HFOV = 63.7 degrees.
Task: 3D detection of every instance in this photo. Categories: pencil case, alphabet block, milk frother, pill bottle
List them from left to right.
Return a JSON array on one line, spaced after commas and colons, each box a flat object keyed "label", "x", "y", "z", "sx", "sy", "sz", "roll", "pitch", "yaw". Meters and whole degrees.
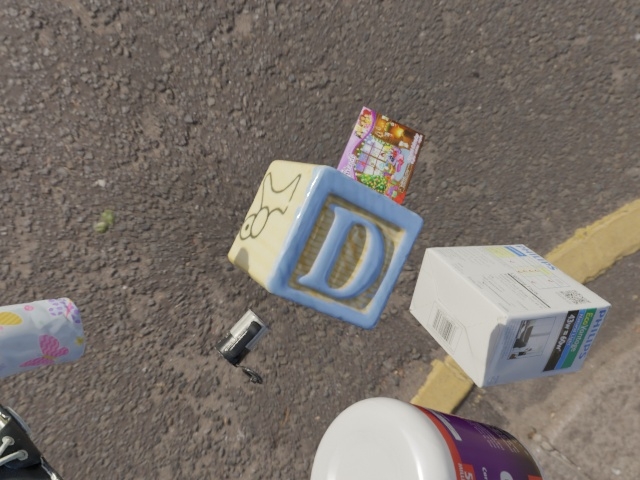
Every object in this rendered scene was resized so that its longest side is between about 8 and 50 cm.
[{"label": "pencil case", "x": -0.517, "y": 0.169, "z": 0.804, "sx": 0.113, "sy": 0.273, "sz": 0.124, "roll": 47, "pitch": 125, "yaw": 27}, {"label": "milk frother", "x": -0.174, "y": 0.278, "z": 1.336, "sx": 0.135, "sy": 0.129, "sz": 0.143, "roll": -48, "pitch": 111, "yaw": -8}, {"label": "alphabet block", "x": 0.000, "y": 0.000, "z": 0.791, "sx": 0.193, "sy": 0.197, "sz": 0.192, "roll": 27, "pitch": 89, "yaw": -27}, {"label": "pill bottle", "x": 0.154, "y": 0.305, "z": 0.623, "sx": 0.323, "sy": 0.181, "sz": 0.181, "roll": 26, "pitch": 86, "yaw": -38}]

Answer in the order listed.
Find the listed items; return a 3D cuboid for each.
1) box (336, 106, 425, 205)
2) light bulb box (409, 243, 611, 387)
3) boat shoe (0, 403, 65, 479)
[{"label": "box", "x": 0.157, "y": -0.209, "z": 1.438, "sx": 0.201, "sy": 0.057, "sz": 0.293, "roll": 23, "pitch": 68, "yaw": -4}, {"label": "light bulb box", "x": 0.509, "y": 0.188, "z": 1.436, "sx": 0.361, "sy": 0.358, "sz": 0.225, "roll": -1, "pitch": 118, "yaw": -24}, {"label": "boat shoe", "x": -0.347, "y": 0.226, "z": 0.514, "sx": 0.302, "sy": 0.114, "sz": 0.091, "roll": 22, "pitch": 124, "yaw": 22}]
